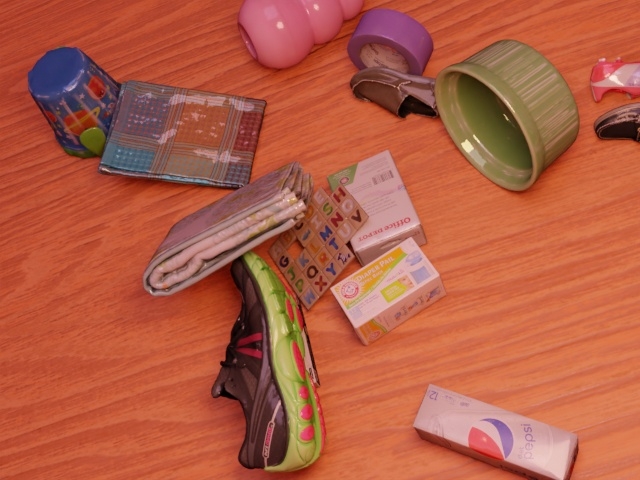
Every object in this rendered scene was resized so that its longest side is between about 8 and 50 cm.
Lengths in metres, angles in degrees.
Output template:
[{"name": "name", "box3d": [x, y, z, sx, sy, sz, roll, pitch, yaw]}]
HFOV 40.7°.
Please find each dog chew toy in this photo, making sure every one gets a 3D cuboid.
[{"name": "dog chew toy", "box3d": [-0.036, -0.568, 2.153, 0.332, 0.206, 0.206, -29, 58, -8]}]

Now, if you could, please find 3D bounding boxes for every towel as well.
[{"name": "towel", "box3d": [-0.336, -0.261, 2.112, 0.370, 0.040, 0.271, 8, 65, 4]}, {"name": "towel", "box3d": [-0.189, -0.032, 1.855, 0.374, 0.090, 0.320, -26, 14, 11]}]

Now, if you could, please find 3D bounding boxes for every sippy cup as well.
[{"name": "sippy cup", "box3d": [-0.620, -0.366, 2.205, 0.305, 0.224, 0.240, 21, 70, 27]}]

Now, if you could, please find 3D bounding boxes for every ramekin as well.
[{"name": "ramekin", "box3d": [0.391, -0.267, 1.796, 0.148, 0.303, 0.303, -36, 58, -13]}]

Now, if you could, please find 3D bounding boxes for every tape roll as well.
[{"name": "tape roll", "box3d": [0.163, -0.449, 2.023, 0.189, 0.189, 0.080, 15, 67, 24]}]

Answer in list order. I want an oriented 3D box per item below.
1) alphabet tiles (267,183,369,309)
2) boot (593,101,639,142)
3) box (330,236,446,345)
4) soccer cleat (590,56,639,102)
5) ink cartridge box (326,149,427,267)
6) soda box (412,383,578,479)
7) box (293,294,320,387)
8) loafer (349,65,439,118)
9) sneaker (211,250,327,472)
[{"name": "alphabet tiles", "box3d": [0.000, 0.000, 1.868, 0.237, 0.009, 0.198, -50, 50, 16]}, {"name": "boot", "box3d": [0.694, -0.194, 1.778, 0.236, 0.085, 0.178, -6, 63, 14]}, {"name": "box", "box3d": [0.140, 0.106, 1.778, 0.203, 0.103, 0.114, -33, 58, -2]}, {"name": "soccer cleat", "box3d": [0.713, -0.351, 1.872, 0.248, 0.083, 0.095, 0, 92, 12]}, {"name": "ink cartridge box", "box3d": [0.123, -0.068, 1.885, 0.154, 0.093, 0.212, -23, 57, 6]}, {"name": "soda box", "box3d": [0.321, 0.361, 1.587, 0.286, 0.098, 0.091, 17, 69, 24]}, {"name": "box", "box3d": [-0.078, 0.226, 1.821, 0.114, 0.036, 0.207, -19, 59, 7]}, {"name": "loafer", "box3d": [0.180, -0.340, 2.013, 0.251, 0.094, 0.087, 10, 62, 22]}, {"name": "sneaker", "box3d": [-0.132, 0.226, 1.712, 0.202, 0.185, 0.482, -20, 55, 10]}]
